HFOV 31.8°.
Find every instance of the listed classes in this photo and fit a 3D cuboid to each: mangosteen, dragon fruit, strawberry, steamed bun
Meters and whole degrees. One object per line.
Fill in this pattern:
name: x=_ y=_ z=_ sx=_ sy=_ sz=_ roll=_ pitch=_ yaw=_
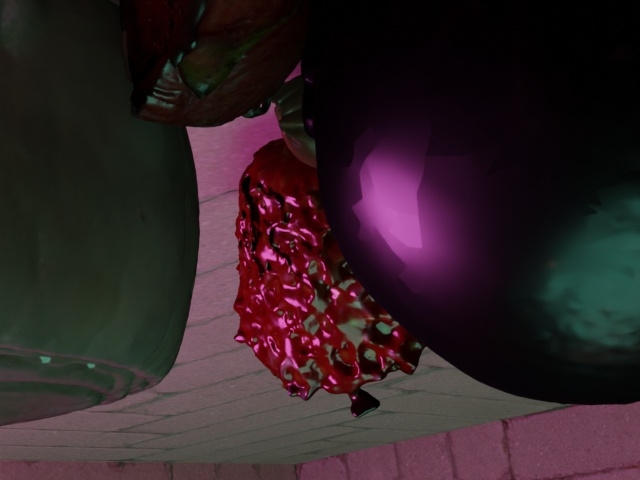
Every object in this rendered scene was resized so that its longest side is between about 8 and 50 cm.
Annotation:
mangosteen: x=0.143 y=-0.056 z=0.522 sx=0.313 sy=0.297 sz=0.297 roll=35 pitch=169 yaw=13
dragon fruit: x=-0.025 y=-0.136 z=0.546 sx=0.127 sy=0.120 sz=0.161 roll=-2 pitch=159 yaw=-35
strawberry: x=0.000 y=0.000 z=0.899 sx=0.234 sy=0.233 sz=0.178 roll=-14 pitch=139 yaw=20
steamed bun: x=-0.206 y=-0.025 z=0.584 sx=0.384 sy=0.246 sz=0.236 roll=15 pitch=159 yaw=-43

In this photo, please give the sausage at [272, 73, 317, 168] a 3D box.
sausage: x=0.161 y=-0.084 z=0.855 sx=0.433 sy=0.087 sz=0.088 roll=1 pitch=161 yaw=-24
